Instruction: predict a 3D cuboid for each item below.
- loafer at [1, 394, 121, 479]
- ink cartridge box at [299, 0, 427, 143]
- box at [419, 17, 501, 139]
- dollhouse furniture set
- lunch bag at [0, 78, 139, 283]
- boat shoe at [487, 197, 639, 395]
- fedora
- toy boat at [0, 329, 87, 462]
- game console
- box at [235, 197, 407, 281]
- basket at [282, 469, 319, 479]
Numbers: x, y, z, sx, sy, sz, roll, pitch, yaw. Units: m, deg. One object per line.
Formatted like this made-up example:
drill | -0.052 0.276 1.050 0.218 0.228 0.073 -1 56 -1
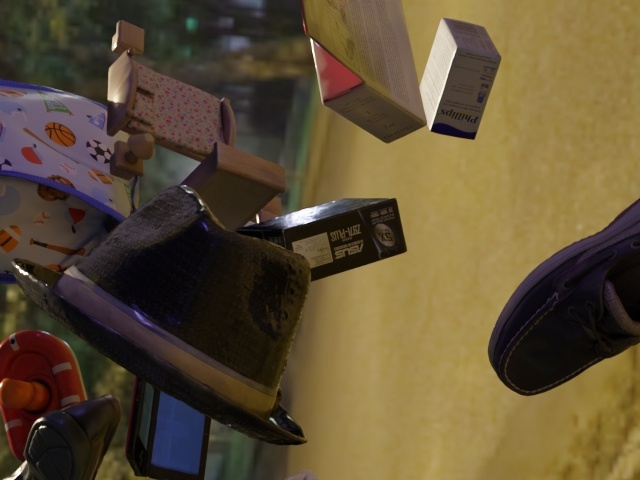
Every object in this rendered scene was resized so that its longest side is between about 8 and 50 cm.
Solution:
loafer | -0.271 0.252 1.504 0.084 0.096 0.267 -32 -16 -41
ink cartridge box | 0.009 -0.288 1.612 0.261 0.066 0.296 28 -134 -52
box | 0.202 -0.238 2.108 0.126 0.072 0.137 -101 25 -61
dollhouse furniture set | -0.144 -0.179 2.142 0.174 0.303 0.355 -41 42 39
lunch bag | -0.468 -0.087 2.172 0.328 0.385 0.239 -104 21 -56
boat shoe | 0.265 0.050 1.289 0.285 0.103 0.092 -40 21 20
fedora | -0.108 0.046 1.258 0.152 0.334 0.334 -59 5 -3
toy boat | -0.488 0.259 2.416 0.151 0.151 0.231 38 -150 -65
game console | -0.188 0.224 1.804 0.124 0.085 0.144 85 -171 -64
box | 0.000 0.000 1.936 0.147 0.180 0.077 3 107 61
basket | -0.026 0.363 1.605 0.167 0.113 0.103 55 145 17
